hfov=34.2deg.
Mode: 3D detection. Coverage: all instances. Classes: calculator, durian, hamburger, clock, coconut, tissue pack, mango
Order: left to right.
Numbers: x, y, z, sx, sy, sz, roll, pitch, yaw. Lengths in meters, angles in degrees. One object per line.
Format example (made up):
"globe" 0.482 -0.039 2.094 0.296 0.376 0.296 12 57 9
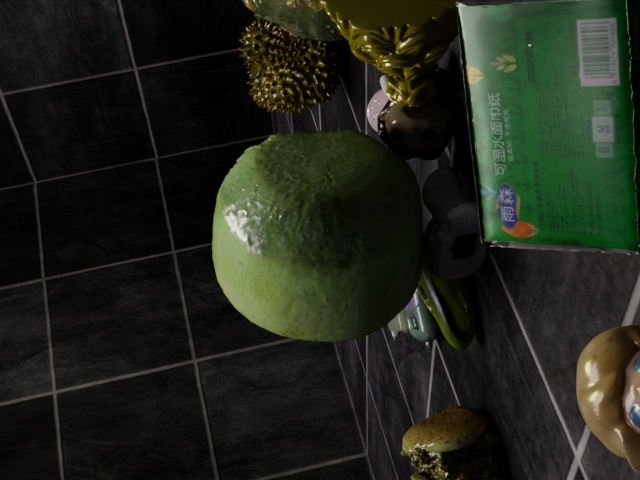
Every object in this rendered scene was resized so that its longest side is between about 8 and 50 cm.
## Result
"durian" -0.061 -0.424 2.295 0.258 0.258 0.293 -129 37 -76
"coconut" 0.000 0.000 1.495 0.281 0.328 0.328 50 158 34
"calculator" 0.176 0.082 1.932 0.141 0.045 0.246 158 99 -84
"mango" 0.201 0.090 1.621 0.091 0.074 0.165 170 76 -79
"hamburger" 0.206 0.340 1.655 0.185 0.159 0.131 -32 -66 -76
"clock" 0.185 -0.029 1.485 0.176 0.080 0.117 88 168 -51
"tissue pack" 0.213 -0.115 0.871 0.156 0.148 0.209 -39 -55 -51

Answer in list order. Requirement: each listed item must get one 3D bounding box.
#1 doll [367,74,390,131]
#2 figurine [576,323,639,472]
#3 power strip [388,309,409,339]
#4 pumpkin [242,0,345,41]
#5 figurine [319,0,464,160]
"doll" 0.127 -0.204 1.668 0.207 0.081 0.129 -135 26 -75
"figurine" 0.286 0.130 0.843 0.196 0.108 0.114 -172 66 -77
"power strip" 0.149 0.067 2.126 0.118 0.046 0.271 148 111 -80
"pumpkin" -0.010 -0.448 1.487 0.257 0.291 0.328 65 -157 -82
"figurine" 0.122 -0.223 1.399 0.315 0.187 0.168 73 176 -52
